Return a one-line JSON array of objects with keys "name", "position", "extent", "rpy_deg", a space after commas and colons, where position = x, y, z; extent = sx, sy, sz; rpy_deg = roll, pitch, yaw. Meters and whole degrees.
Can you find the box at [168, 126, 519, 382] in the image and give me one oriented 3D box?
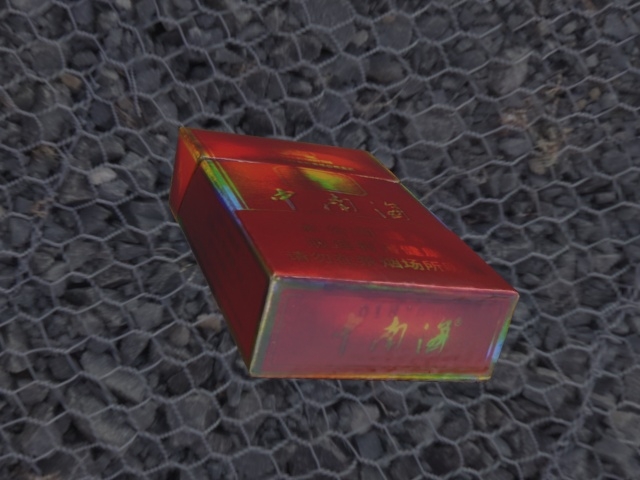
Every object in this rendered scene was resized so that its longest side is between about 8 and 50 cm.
[{"name": "box", "position": [-0.001, 0.000, 0.813], "extent": [0.197, 0.313, 0.089], "rpy_deg": [4, 113, -23]}]
